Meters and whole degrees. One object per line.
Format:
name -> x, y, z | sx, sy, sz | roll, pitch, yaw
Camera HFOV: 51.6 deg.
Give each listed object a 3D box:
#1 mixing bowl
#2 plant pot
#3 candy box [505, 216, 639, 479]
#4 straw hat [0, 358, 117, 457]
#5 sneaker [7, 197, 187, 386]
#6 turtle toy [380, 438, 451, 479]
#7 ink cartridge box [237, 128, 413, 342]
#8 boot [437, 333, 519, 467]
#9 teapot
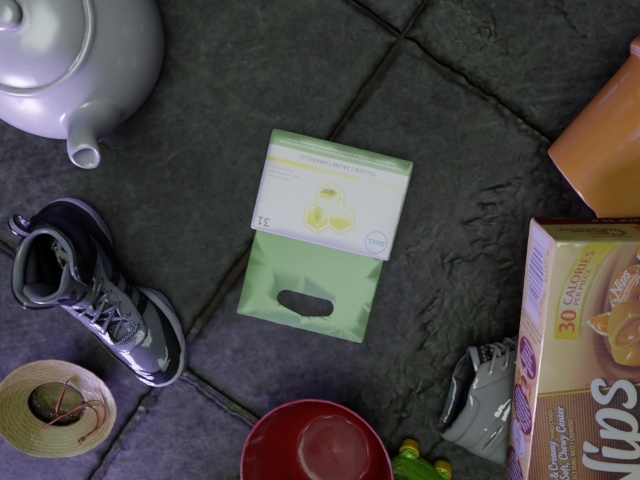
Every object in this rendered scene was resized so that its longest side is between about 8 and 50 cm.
mixing bowl -> 0.006, 0.270, 0.799 | 0.181, 0.098, 0.181 | 0, 91, 15
plant pot -> 0.359, -0.107, 0.706 | 0.188, 0.205, 0.205 | -39, 94, 23
candy box -> 0.303, 0.136, 0.685 | 0.183, 0.087, 0.316 | 1, 109, 2
straw hat -> -0.330, 0.201, 0.837 | 0.144, 0.061, 0.144 | -3, 107, -10
sneaker -> -0.264, 0.074, 0.771 | 0.101, 0.153, 0.268 | -34, 94, 7
turtle toy -> 0.127, 0.316, 0.817 | 0.130, 0.095, 0.066 | 34, 119, -1
ink cartridge box -> 0.000, 0.000, 0.799 | 0.171, 0.056, 0.235 | 14, 95, 1
boot -> 0.235, 0.145, 0.780 | 0.123, 0.095, 0.258 | 22, 99, -7
teapot -> -0.304, -0.236, 0.719 | 0.256, 0.187, 0.252 | 19, 97, 2
